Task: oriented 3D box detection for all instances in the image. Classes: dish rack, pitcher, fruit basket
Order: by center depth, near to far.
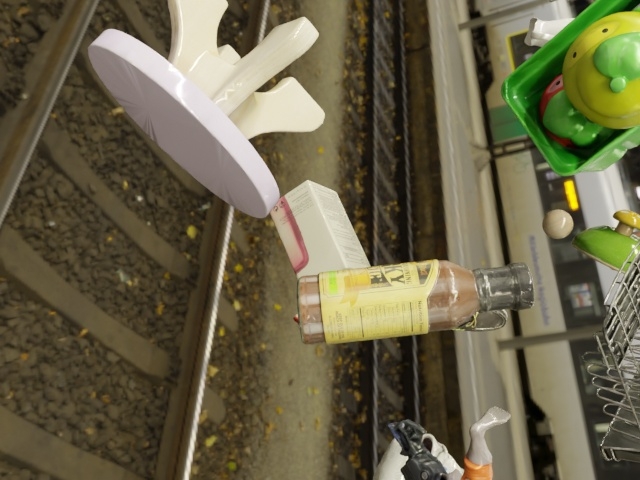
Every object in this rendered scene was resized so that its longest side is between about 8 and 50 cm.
[{"bbox_3d":[0.414,0.140,0.864,0.208,0.074,0.272,-47,121,-31],"label":"dish rack"},{"bbox_3d":[0.489,-0.289,1.095,0.392,0.392,0.283,42,21,-58],"label":"fruit basket"},{"bbox_3d":[0.747,-0.623,2.038,0.178,0.207,0.126,-61,163,-61],"label":"pitcher"}]

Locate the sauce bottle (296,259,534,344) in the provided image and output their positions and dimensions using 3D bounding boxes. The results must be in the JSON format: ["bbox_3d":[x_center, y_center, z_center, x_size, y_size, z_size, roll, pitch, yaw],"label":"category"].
[{"bbox_3d":[0.138,0.086,0.986,0.111,0.344,0.112,-7,90,-89],"label":"sauce bottle"}]

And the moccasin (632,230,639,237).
[{"bbox_3d":[0.829,0.059,1.442,0.139,0.379,0.147,65,40,-52],"label":"moccasin"}]

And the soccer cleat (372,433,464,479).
[{"bbox_3d":[0.237,0.465,1.329,0.331,0.116,0.143,19,90,-45],"label":"soccer cleat"}]

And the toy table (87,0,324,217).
[{"bbox_3d":[-0.118,-0.177,0.784,0.161,0.252,0.274,-54,132,-18],"label":"toy table"}]

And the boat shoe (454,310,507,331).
[{"bbox_3d":[0.328,0.175,1.546,0.069,0.227,0.081,-74,174,-76],"label":"boat shoe"}]

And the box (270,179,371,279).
[{"bbox_3d":[0.000,0.000,1.526,0.148,0.126,0.232,16,46,-60],"label":"box"}]

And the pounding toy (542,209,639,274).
[{"bbox_3d":[0.535,-0.015,1.181,0.183,0.236,0.110,-3,119,-59],"label":"pounding toy"}]

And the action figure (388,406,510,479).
[{"bbox_3d":[0.170,0.382,0.925,0.178,0.330,0.341,-4,43,-37],"label":"action figure"}]

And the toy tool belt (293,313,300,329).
[{"bbox_3d":[-0.024,0.175,1.427,0.051,0.052,0.083,-54,129,-29],"label":"toy tool belt"}]

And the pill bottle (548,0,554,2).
[{"bbox_3d":[0.566,-0.578,1.370,0.117,0.208,0.118,18,66,-47],"label":"pill bottle"}]
